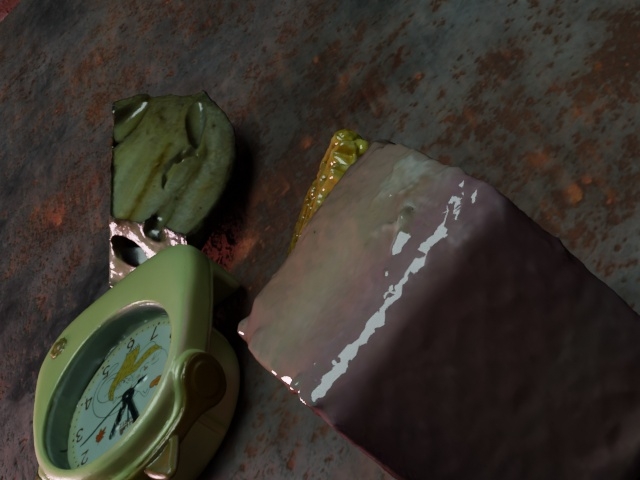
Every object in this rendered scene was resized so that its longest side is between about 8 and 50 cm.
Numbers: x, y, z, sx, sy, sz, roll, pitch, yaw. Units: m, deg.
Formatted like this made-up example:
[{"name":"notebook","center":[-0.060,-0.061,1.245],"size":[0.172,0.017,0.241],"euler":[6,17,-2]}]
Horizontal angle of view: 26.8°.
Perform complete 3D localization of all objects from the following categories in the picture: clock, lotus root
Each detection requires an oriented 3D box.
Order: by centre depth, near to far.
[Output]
[{"name":"clock","center":[-0.216,0.192,1.607],"size":[0.286,0.117,0.348],"euler":[-38,35,22]},{"name":"lotus root","center":[-0.213,-0.064,1.864],"size":[0.210,0.142,0.314],"euler":[2,45,9]}]

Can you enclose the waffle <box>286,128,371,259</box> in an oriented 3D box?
[{"name":"waffle","center":[-0.001,0.000,1.484],"size":[0.253,0.056,0.249],"euler":[-149,77,-87]}]

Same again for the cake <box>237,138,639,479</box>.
[{"name":"cake","center":[0.114,0.088,1.108],"size":[0.230,0.309,0.237],"euler":[-52,28,-4]}]
